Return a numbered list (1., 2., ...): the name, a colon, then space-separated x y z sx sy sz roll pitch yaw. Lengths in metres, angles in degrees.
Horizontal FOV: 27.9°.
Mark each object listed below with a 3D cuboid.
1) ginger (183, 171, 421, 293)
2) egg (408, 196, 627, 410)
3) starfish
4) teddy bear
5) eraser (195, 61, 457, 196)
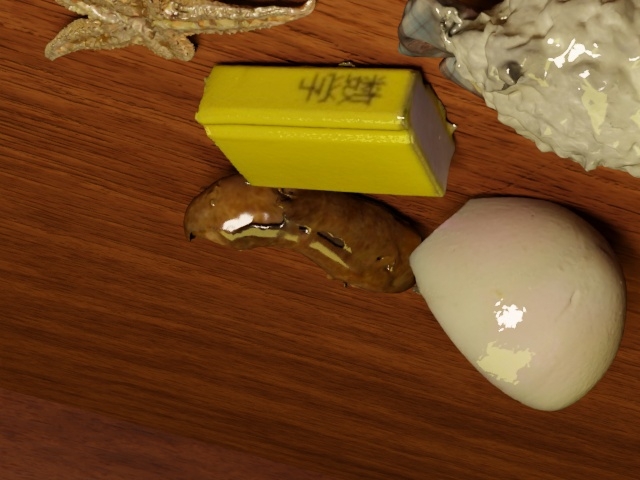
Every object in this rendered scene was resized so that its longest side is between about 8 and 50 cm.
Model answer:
1. ginger: 0.002 -0.008 1.450 0.309 0.107 0.133 17 145 -19
2. egg: 0.246 0.056 1.360 0.271 0.206 0.162 20 127 -40
3. starfish: -0.156 -0.211 1.114 0.295 0.048 0.231 1 155 27
4. teddy bear: 0.281 -0.165 0.879 0.327 0.362 0.375 13 122 -51
5. eraser: 0.009 -0.107 1.242 0.226 0.069 0.158 4 155 22
